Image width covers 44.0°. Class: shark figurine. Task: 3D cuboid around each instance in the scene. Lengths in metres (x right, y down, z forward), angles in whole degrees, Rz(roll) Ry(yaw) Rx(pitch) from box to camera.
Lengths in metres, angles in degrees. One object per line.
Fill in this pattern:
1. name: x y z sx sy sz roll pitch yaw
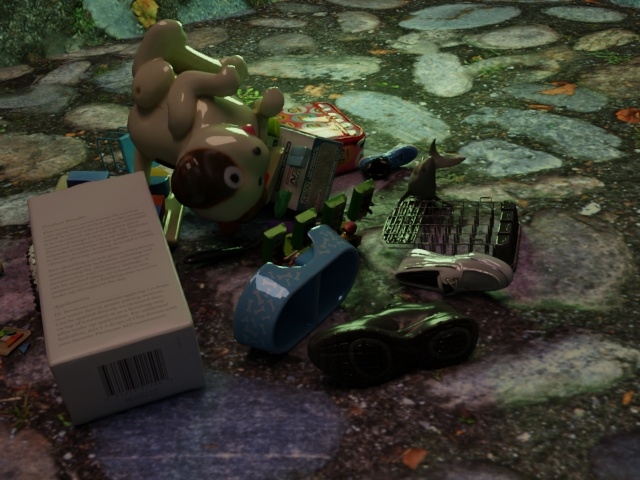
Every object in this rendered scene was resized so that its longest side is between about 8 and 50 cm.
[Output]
1. shark figurine: 0.261 -0.125 1.815 0.116 0.166 0.278 28 20 9

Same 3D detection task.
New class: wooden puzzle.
1. wooden puzzle: -0.596 0.188 1.495 0.116 0.014 0.078 1 31 13
2. wooden puzzle: -0.482 -0.092 1.853 0.322 0.080 0.348 0 29 -3

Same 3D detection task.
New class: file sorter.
1. file sorter: -0.503 -0.254 2.143 0.104 0.118 0.170 8 33 31

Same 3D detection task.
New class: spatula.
1. spatula: -0.154 0.005 1.706 0.296 0.030 0.084 -20 29 -21

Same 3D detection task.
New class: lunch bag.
1. lunch bag: -0.008 -0.264 2.069 0.258 0.120 0.293 -12 31 -18

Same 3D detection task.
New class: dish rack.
1. dish rack: 0.268 -0.018 1.625 0.272 0.074 0.208 2 30 18

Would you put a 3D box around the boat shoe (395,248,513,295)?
1. boat shoe: 0.245 0.072 1.479 0.226 0.083 0.076 4 42 40

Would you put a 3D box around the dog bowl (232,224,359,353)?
1. dog bowl: -0.032 0.090 1.414 0.074 0.166 0.297 25 41 26

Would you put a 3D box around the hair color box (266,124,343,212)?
1. hair color box: -0.121 -0.192 1.880 0.347 0.173 0.105 23 13 41

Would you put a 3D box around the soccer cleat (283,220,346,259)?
1. soccer cleat: -0.027 -0.004 1.681 0.179 0.060 0.072 -23 6 -16

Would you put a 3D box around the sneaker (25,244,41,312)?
1. sneaker: -0.545 0.071 1.633 0.106 0.078 0.234 -9 27 -21

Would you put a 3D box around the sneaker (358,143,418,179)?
1. sneaker: 0.173 -0.191 1.948 0.152 0.058 0.084 -13 24 -2

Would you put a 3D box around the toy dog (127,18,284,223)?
1. toy dog: -0.261 -0.216 1.693 0.395 0.284 0.408 -44 52 11

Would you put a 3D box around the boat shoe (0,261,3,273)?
1. boat shoe: -0.753 0.046 1.736 0.135 0.050 0.045 15 31 33

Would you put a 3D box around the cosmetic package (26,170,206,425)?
1. cosmetic package: -0.372 0.082 1.411 0.230 0.161 0.453 -15 42 -13

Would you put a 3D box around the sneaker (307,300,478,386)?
1. sneaker: 0.113 0.162 1.328 0.286 0.109 0.130 -5 22 -15

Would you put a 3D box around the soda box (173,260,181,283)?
1. soda box: -0.377 0.083 1.589 0.183 0.058 0.063 -2 31 6

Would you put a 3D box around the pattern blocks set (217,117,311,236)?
1. pattern blocks set: -0.162 -0.146 1.789 0.325 0.285 0.026 26 -1 45

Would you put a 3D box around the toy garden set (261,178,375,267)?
1. toy garden set: 0.000 0.000 1.559 0.244 0.204 0.049 -27 67 -20
